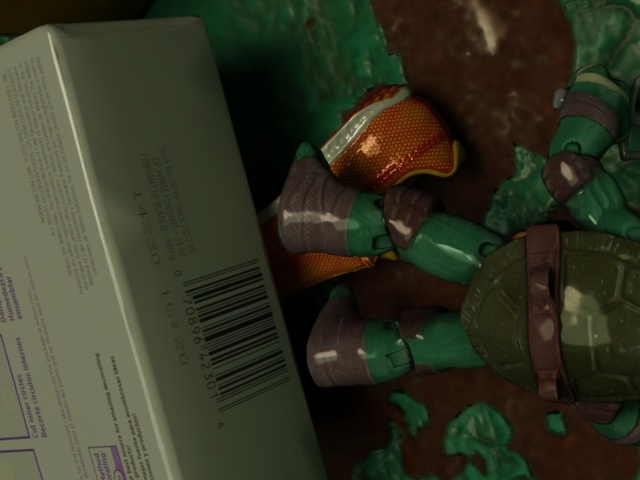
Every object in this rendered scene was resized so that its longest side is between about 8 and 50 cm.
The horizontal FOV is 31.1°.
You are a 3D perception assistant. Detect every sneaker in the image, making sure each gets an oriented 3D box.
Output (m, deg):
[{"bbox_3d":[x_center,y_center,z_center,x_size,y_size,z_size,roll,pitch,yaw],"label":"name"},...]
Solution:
[{"bbox_3d":[0.000,0.000,0.576,0.067,0.064,0.175,47,120,1],"label":"sneaker"}]

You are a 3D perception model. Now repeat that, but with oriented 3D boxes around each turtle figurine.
[{"bbox_3d":[0.104,0.016,0.482,0.234,0.118,0.175,1,102,21],"label":"turtle figurine"}]

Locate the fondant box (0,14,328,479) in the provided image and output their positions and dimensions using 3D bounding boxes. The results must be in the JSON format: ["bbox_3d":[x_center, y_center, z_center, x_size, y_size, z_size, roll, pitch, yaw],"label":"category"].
[{"bbox_3d":[-0.169,0.041,0.614,0.330,0.096,0.238,-12,94,41],"label":"fondant box"}]

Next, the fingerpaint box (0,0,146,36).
[{"bbox_3d":[-0.189,-0.379,0.542,0.445,0.163,0.371,46,117,13],"label":"fingerpaint box"}]
